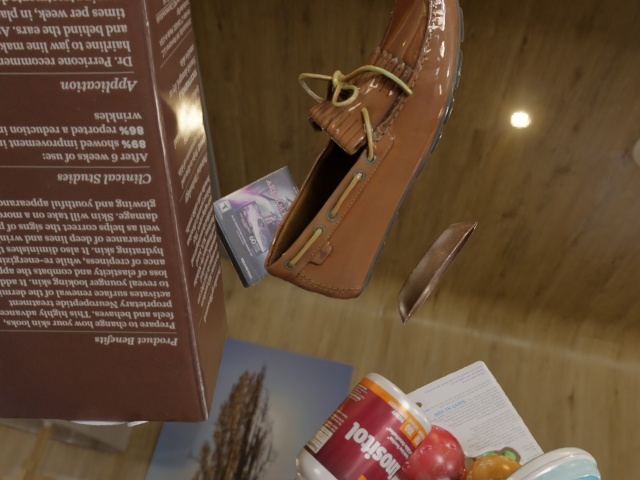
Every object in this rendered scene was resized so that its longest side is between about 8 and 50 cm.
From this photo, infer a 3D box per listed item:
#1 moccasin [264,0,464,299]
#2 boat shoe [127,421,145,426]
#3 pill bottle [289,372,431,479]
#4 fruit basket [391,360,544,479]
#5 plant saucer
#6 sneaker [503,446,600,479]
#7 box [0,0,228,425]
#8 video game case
[{"bbox_3d":[0.040,-0.121,0.777,0.146,0.380,0.139,18,19,-21],"label":"moccasin"},{"bbox_3d":[-0.317,0.293,1.250,0.066,0.063,0.184,-15,-7,3],"label":"boat shoe"},{"bbox_3d":[0.032,0.213,0.684,0.086,0.152,0.086,40,-14,12],"label":"pill bottle"},{"bbox_3d":[0.215,0.409,1.135,0.327,0.353,0.165,-24,-42,-8],"label":"fruit basket"},{"bbox_3d":[0.177,0.043,1.092,0.036,0.199,0.199,36,-22,13],"label":"plant saucer"},{"bbox_3d":[0.283,0.421,0.881,0.208,0.319,0.127,40,-19,54],"label":"sneaker"},{"bbox_3d":[-0.189,-0.038,0.549,0.191,0.143,0.382,1,-61,3],"label":"box"},{"bbox_3d":[-0.123,-0.038,1.575,0.026,0.274,0.196,-18,-79,42],"label":"video game case"}]
